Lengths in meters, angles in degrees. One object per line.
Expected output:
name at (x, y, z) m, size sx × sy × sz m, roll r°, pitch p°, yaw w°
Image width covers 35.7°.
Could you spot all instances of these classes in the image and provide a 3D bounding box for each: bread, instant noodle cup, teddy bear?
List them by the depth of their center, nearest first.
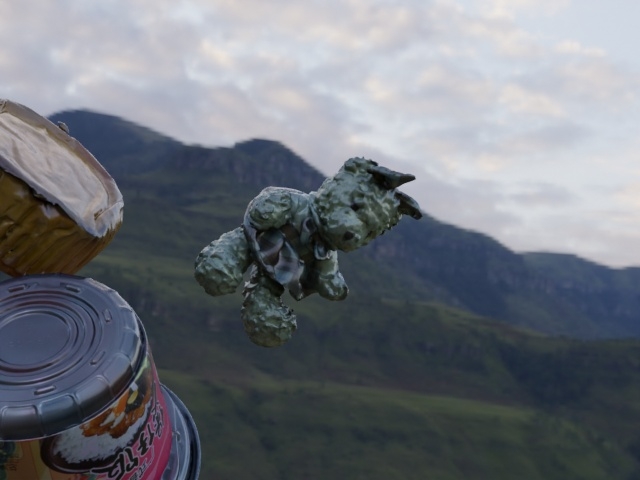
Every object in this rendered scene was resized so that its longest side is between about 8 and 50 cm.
instant noodle cup at (-0.240, 0.146, 0.868) m, size 0.258 × 0.182 × 0.302 m, roll -26°, pitch 46°, yaw -28°
teddy bear at (-0.012, -0.004, 0.935) m, size 0.133 × 0.213 × 0.111 m, roll 57°, pitch -5°, yaw -31°
bread at (-0.288, -0.044, 0.972) m, size 0.199 × 0.104 × 0.199 m, roll 42°, pitch 14°, yaw -13°
